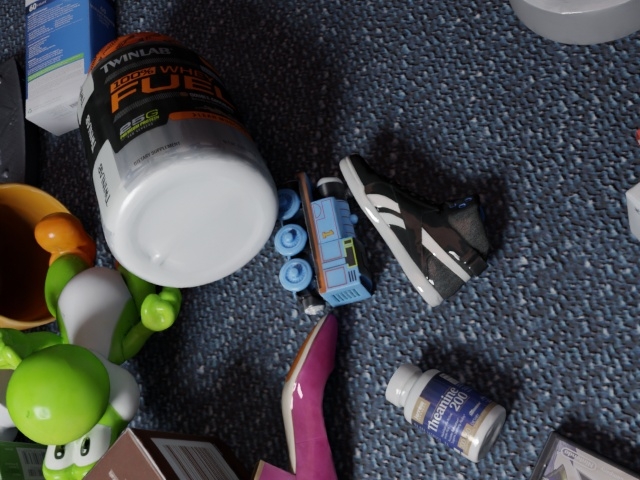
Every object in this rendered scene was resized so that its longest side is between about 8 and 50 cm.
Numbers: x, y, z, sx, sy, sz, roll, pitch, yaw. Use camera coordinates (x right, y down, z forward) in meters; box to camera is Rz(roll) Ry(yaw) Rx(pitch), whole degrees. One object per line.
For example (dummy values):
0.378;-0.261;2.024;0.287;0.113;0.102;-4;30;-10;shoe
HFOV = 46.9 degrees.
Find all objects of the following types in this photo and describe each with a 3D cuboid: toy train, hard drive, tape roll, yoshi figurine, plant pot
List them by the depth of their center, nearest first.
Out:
0.328;-0.349;0.886;0.219;0.072;0.219;-8;70;23;tape roll
-0.289;0.111;0.904;0.204;0.203;0.362;-34;46;33;yoshi figurine
0.000;0.000;0.923;0.105;0.080;0.184;-15;65;10;toy train
-0.479;0.039;1.074;0.188;0.205;0.205;-17;66;36;plant pot
-0.551;-0.168;1.244;0.172;0.054;0.254;-22;65;17;hard drive

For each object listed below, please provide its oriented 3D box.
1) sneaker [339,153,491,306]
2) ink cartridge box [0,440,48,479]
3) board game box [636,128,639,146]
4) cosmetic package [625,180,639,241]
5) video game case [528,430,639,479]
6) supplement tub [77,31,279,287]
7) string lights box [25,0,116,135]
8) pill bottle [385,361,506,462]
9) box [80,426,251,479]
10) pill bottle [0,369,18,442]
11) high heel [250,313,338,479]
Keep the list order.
0.123;-0.039;0.882;0.121;0.079;0.216;-35;70;7;sneaker
-0.473;0.355;1.005;0.209;0.109;0.062;-36;61;10;ink cartridge box
0.435;-0.088;0.619;0.281;0.027;0.145;-23;66;16;board game box
0.451;-0.019;0.682;0.225;0.138;0.224;-39;61;7;cosmetic package
0.295;0.355;0.690;0.275;0.035;0.248;24;85;29;video game case
-0.197;-0.120;0.953;0.207;0.207;0.338;-38;47;9;supplement tub
-0.410;-0.318;1.215;0.133;0.077;0.259;-16;67;19;string lights box
0.134;0.182;0.804;0.120;0.067;0.067;27;86;29;pill bottle
-0.252;0.401;0.841;0.381;0.191;0.143;-48;61;5;box
-0.525;0.261;1.035;0.265;0.153;0.153;-36;62;10;pill bottle
0.006;0.212;0.866;0.117;0.082;0.244;22;65;-4;high heel
